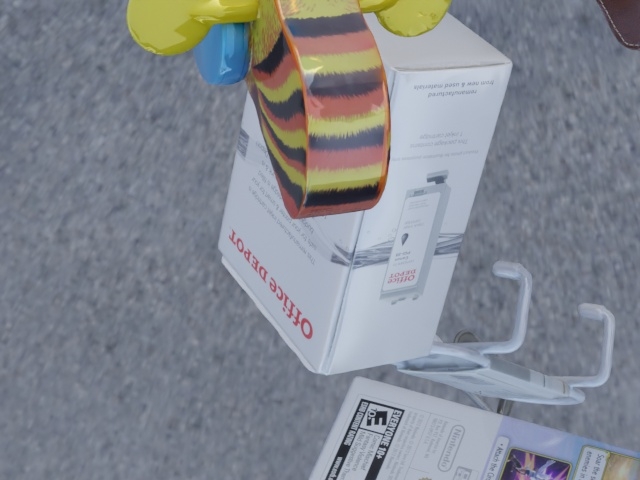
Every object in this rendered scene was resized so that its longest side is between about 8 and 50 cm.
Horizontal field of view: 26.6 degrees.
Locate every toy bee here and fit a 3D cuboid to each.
[{"bbox_3d":[-0.034,-0.167,0.817,0.298,0.195,0.162,47,146,23],"label":"toy bee"}]

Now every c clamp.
[{"bbox_3d":[0.221,0.204,1.827,0.022,0.137,0.161,-19,120,44],"label":"c clamp"}]

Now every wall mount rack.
[{"bbox_3d":[0.142,0.097,1.495,0.304,0.130,0.350,-2,164,37],"label":"wall mount rack"}]

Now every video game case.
[{"bbox_3d":[0.088,0.226,0.772,0.244,0.269,0.061,13,142,19],"label":"video game case"}]

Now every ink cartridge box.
[{"bbox_3d":[0.025,-0.062,1.128,0.117,0.207,0.283,-7,126,-30],"label":"ink cartridge box"}]

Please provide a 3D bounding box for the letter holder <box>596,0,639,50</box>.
[{"bbox_3d":[0.391,-0.330,1.252,0.302,0.152,0.214,-20,108,38],"label":"letter holder"}]
